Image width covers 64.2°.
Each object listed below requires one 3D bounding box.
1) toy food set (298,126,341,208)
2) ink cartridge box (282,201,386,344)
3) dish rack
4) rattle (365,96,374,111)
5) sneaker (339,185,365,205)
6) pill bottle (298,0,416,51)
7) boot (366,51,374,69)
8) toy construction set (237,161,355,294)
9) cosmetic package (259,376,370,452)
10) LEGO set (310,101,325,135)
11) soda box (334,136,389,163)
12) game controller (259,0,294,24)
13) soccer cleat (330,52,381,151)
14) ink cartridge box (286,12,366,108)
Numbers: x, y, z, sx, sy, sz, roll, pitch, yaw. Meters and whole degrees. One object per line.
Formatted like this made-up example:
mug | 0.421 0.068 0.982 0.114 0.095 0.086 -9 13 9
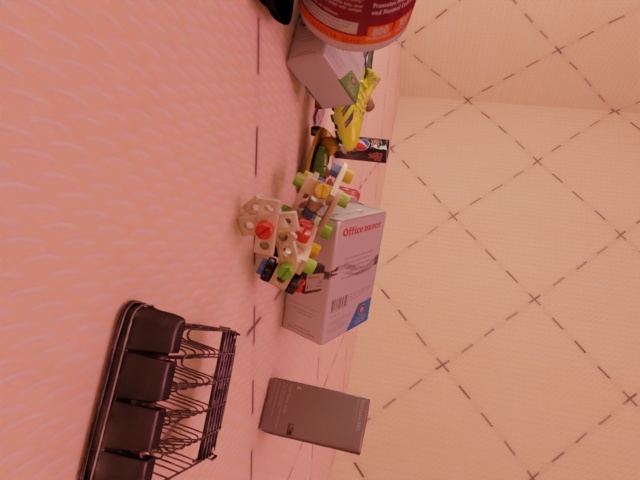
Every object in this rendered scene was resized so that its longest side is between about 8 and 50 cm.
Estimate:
toy food set | 0.006 -0.162 1.247 0.128 0.071 0.217 -44 149 -74
ink cartridge box | 0.035 0.069 1.264 0.223 0.129 0.307 -14 118 -53
dish rack | -0.178 0.196 0.652 0.271 0.074 0.208 58 42 -75
rattle | 0.074 -0.455 1.583 0.200 0.143 0.130 44 20 -58
sneaker | 0.080 -0.080 1.727 0.314 0.116 0.136 42 66 -68
pill bottle | 0.083 -0.523 0.821 0.392 0.224 0.223 103 -1 -68
boot | 0.157 -0.620 1.775 0.189 0.076 0.208 120 -14 -82
toy construction set | -0.040 -0.029 0.980 0.215 0.151 0.328 -61 171 26
cosmetic package | -0.009 0.413 1.200 0.107 0.238 0.127 76 24 -62
LEGO set | 0.016 -0.380 1.277 0.182 0.060 0.244 75 25 -53
soda box | 0.129 -0.288 1.604 0.060 0.169 0.053 84 17 -49
game controller | -0.052 -0.522 0.814 0.166 0.067 0.318 -24 122 -77
soccer cleat | 0.083 -0.352 1.201 0.093 0.121 0.288 59 30 -74
ink cartridge box | 0.025 -0.420 1.086 0.160 0.093 0.219 41 54 -52
